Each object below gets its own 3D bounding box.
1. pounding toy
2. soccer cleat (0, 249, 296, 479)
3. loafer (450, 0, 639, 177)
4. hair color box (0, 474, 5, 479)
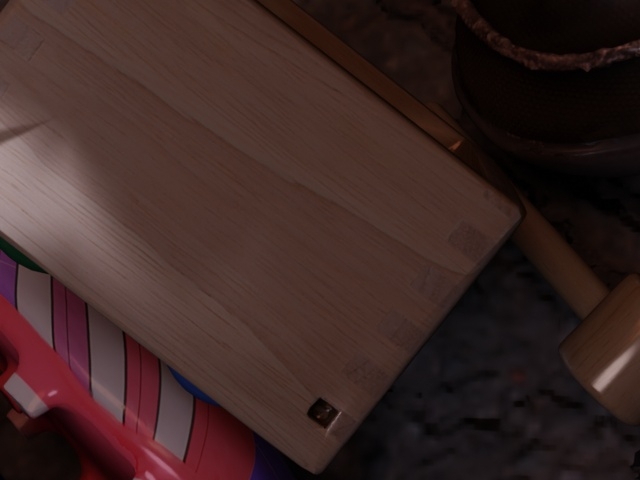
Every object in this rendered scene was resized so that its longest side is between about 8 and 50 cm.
[{"bbox_3d":[0.005,0.002,0.517,0.206,0.181,0.094,38,98,-4],"label":"pounding toy"},{"bbox_3d":[-0.079,0.007,0.575,0.095,0.083,0.248,-41,57,-17],"label":"soccer cleat"},{"bbox_3d":[0.170,-0.165,0.513,0.366,0.130,0.134,-39,44,11],"label":"loafer"},{"bbox_3d":[-0.148,0.148,0.506,0.185,0.110,0.339,-42,60,-4],"label":"hair color box"}]
